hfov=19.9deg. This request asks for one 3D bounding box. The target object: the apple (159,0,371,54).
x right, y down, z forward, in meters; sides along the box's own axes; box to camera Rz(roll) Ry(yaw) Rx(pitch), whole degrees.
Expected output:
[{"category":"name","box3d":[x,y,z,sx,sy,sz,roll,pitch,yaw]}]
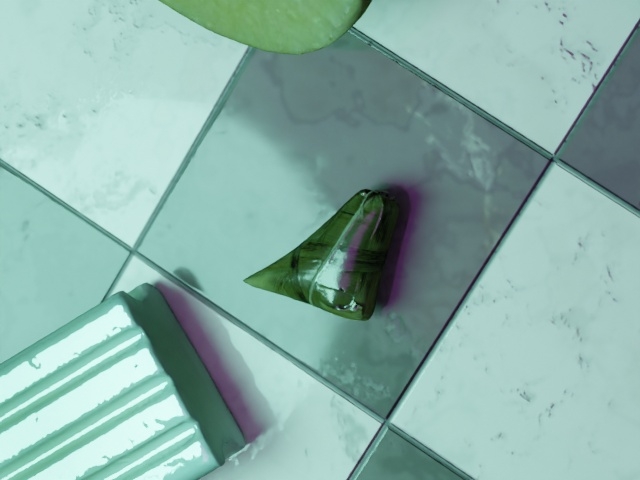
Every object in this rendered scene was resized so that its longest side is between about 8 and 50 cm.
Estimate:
[{"category":"apple","box3d":[-0.076,-0.337,1.273,0.360,0.311,0.320,35,93,15]}]

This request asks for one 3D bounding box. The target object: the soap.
[{"category":"soap","box3d":[-0.214,0.167,1.477,0.265,0.087,0.160,-32,88,16]}]

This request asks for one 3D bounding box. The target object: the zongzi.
[{"category":"zongzi","box3d":[0.000,0.000,1.426,0.113,0.052,0.104,17,93,25]}]
